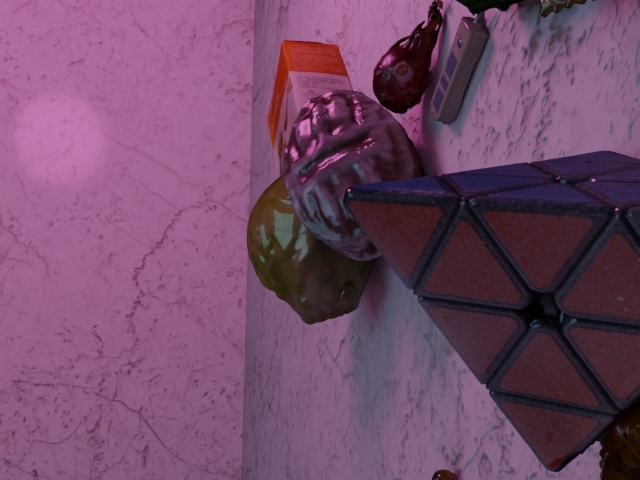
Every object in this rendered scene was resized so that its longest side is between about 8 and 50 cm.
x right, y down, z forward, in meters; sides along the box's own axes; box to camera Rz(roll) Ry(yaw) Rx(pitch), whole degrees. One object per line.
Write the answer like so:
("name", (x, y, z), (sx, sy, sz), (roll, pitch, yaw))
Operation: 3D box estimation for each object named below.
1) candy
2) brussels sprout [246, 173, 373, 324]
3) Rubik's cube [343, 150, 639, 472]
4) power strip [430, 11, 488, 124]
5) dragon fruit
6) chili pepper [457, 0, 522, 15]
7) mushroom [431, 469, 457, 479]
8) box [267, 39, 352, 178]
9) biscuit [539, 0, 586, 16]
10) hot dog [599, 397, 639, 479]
("candy", (0.056, -0.106, 1.217), (0.157, 0.214, 0.290), (36, -150, -53))
("brussels sprout", (-0.007, -0.008, 1.431), (0.273, 0.242, 0.317), (20, 107, 48))
("Rubik's cube", (0.197, 0.020, 0.605), (0.233, 0.228, 0.228), (59, -170, 33))
("power strip", (0.196, -0.244, 1.060), (0.048, 0.030, 0.191), (-103, 21, -45))
("dragon fruit", (0.139, -0.285, 1.176), (0.094, 0.094, 0.191), (-107, 34, -54))
("chili pepper", (0.233, -0.293, 0.825), (0.227, 0.088, 0.059), (-151, 50, -72))
("mushroom", (0.183, 0.448, 0.958), (0.068, 0.043, 0.307), (82, -178, -63))
("box", (-0.024, -0.282, 1.715), (0.341, 0.143, 0.225), (-101, 20, -48))
("biscuit", (0.278, -0.295, 0.667), (0.203, 0.016, 0.144), (-2, 84, 58))
("hot dog", (0.284, 0.192, 0.530), (0.268, 0.075, 0.145), (-150, 62, -77))
